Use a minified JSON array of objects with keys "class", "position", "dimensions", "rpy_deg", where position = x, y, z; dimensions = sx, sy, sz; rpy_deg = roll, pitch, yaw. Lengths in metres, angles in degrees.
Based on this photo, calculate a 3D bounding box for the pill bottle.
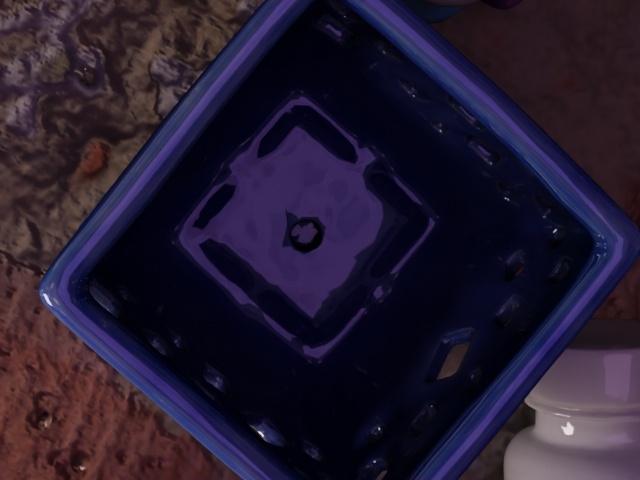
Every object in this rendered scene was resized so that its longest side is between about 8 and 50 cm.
[{"class":"pill bottle","position":[0.179,0.170,0.972],"dimensions":[0.131,0.131,0.229],"rpy_deg":[-3,98,-8]}]

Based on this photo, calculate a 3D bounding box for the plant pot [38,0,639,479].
[{"class":"plant pot","position":[0.000,0.000,0.884],"dimensions":[0.236,0.212,0.236],"rpy_deg":[41,90,-12]}]

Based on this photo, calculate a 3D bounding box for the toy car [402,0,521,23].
[{"class":"toy car","position":[0.095,-0.199,0.922],"dimensions":[0.182,0.159,0.136],"rpy_deg":[-37,137,-3]}]
